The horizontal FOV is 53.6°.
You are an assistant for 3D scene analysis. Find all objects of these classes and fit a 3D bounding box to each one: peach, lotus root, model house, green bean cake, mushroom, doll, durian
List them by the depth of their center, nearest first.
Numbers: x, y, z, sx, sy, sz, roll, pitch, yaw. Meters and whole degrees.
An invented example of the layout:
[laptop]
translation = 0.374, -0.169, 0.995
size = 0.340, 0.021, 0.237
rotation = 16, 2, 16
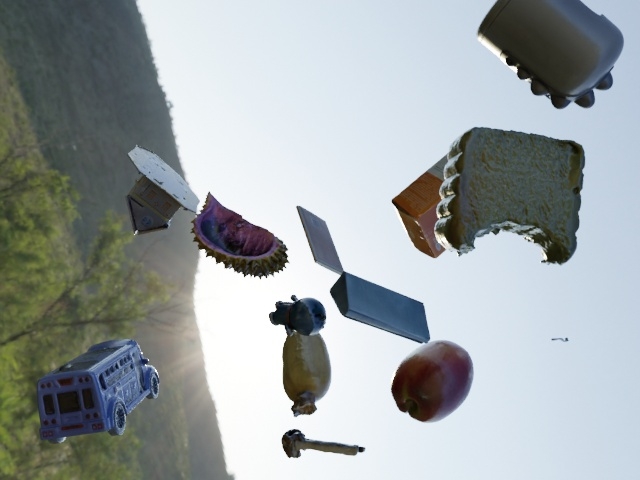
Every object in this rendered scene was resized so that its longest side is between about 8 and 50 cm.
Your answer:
[green bean cake]
translation = 0.337, -0.073, 1.143
size = 0.124, 0.236, 0.232
rotation = 139, -41, -82
[mushroom]
translation = 0.003, 0.452, 1.377
size = 0.060, 0.187, 0.061
rotation = 29, 67, -76
[doll]
translation = -0.046, 0.171, 1.443
size = 0.152, 0.114, 0.085
rotation = -2, -42, 38
[model house]
translation = -0.412, -0.107, 1.524
size = 0.207, 0.136, 0.219
rotation = 40, 10, -20
[peach]
translation = 0.291, 0.355, 1.621
size = 0.190, 0.226, 0.196
rotation = 14, -50, 43
[durian]
translation = -0.212, 0.025, 1.647
size = 0.261, 0.153, 0.186
rotation = 25, -24, 26
[lotus root]
translation = -0.038, 0.353, 1.767
size = 0.303, 0.131, 0.146
rotation = -97, -156, -49

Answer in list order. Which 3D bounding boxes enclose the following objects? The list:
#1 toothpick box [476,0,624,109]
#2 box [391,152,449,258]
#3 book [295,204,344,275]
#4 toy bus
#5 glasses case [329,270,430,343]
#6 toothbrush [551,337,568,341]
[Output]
[toothpick box]
translation = 0.525, -0.440, 1.430
size = 0.316, 0.229, 0.229
rotation = 43, -26, 5
[box]
translation = 0.423, -0.134, 2.084
size = 0.143, 0.341, 0.225
rotation = 44, -9, 46
[book]
translation = -0.001, 0.001, 2.171
size = 0.170, 0.018, 0.241
rotation = 29, 34, -47
[toy bus]
translation = -0.394, 0.261, 1.150
size = 0.292, 0.126, 0.133
rotation = -55, 137, -86
[glasses case]
translation = 0.138, 0.162, 1.441
size = 0.056, 0.266, 0.105
rotation = -34, -134, 37
[toothbrush]
translation = 0.682, 0.282, 1.802
size = 0.011, 0.131, 0.013
rotation = -21, -109, 35
